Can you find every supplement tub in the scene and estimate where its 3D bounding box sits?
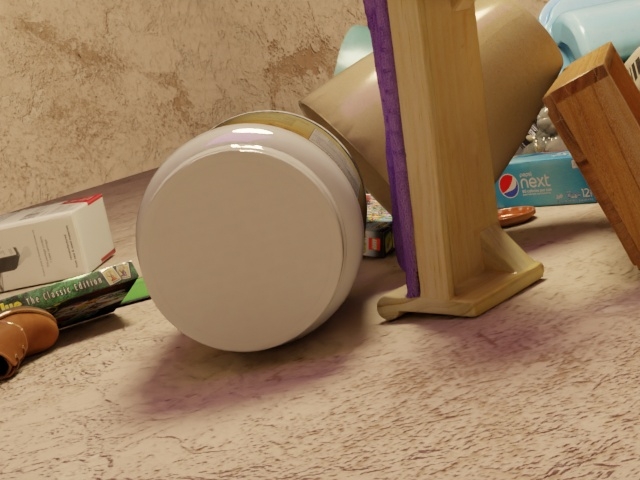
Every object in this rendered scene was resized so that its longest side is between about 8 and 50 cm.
[{"bbox_3d":[-0.066,-0.015,1.316,0.228,0.228,0.316,-12,9,5],"label":"supplement tub"}]

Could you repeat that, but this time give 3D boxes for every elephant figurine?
[{"bbox_3d":[0.399,-0.169,1.960,0.186,0.169,0.239,17,-5,5],"label":"elephant figurine"}]

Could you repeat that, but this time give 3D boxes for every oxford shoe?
[{"bbox_3d":[-0.361,0.127,1.417,0.076,0.076,0.212,33,20,21],"label":"oxford shoe"}]

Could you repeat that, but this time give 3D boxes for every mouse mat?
[{"bbox_3d":[-0.291,0.077,1.778,0.152,0.007,0.189,-15,8,-14],"label":"mouse mat"}]

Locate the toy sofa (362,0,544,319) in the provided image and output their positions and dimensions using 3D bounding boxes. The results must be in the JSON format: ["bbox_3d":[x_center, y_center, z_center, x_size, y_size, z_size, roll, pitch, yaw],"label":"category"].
[{"bbox_3d":[0.099,-0.111,1.264,0.177,0.363,0.150,2,16,37],"label":"toy sofa"}]

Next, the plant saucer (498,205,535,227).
[{"bbox_3d":[0.247,-0.030,1.680,0.083,0.013,0.083,-12,9,2],"label":"plant saucer"}]

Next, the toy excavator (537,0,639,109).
[{"bbox_3d":[0.510,-0.279,2.094,0.222,0.433,0.445,-13,-19,-6],"label":"toy excavator"}]

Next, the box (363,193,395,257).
[{"bbox_3d":[0.072,-0.023,1.725,0.114,0.036,0.207,6,16,22],"label":"box"}]

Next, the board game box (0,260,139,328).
[{"bbox_3d":[-0.360,0.093,1.543,0.259,0.030,0.136,-17,-12,-29],"label":"board game box"}]

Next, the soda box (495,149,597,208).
[{"bbox_3d":[0.316,-0.088,1.775,0.071,0.067,0.210,-20,12,-41],"label":"soda box"}]

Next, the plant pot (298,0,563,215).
[{"bbox_3d":[0.157,-0.169,1.550,0.274,0.256,0.256,-44,11,-2],"label":"plant pot"}]

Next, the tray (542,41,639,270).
[{"bbox_3d":[0.333,-0.103,1.377,0.076,0.203,0.411,-29,3,19],"label":"tray"}]

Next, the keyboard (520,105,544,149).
[{"bbox_3d":[0.367,-0.178,2.151,0.100,0.038,0.192,-16,47,-20],"label":"keyboard"}]

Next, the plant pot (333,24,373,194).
[{"bbox_3d":[0.164,-0.199,2.055,0.235,0.293,0.293,5,13,14],"label":"plant pot"}]

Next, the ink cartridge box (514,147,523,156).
[{"bbox_3d":[0.288,-0.213,2.314,0.092,0.159,0.218,-16,10,-24],"label":"ink cartridge box"}]

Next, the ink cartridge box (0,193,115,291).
[{"bbox_3d":[-0.513,0.013,2.147,0.272,0.114,0.197,-11,10,7],"label":"ink cartridge box"}]
